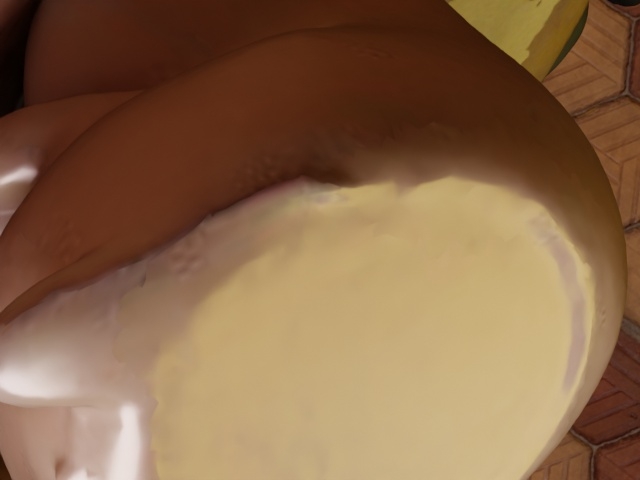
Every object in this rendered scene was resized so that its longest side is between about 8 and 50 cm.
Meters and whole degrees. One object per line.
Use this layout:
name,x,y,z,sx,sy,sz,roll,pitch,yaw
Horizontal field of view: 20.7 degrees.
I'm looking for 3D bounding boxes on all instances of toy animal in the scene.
toy animal,-0.023,-0.001,0.561,0.256,0.213,0.195,-124,-153,-54

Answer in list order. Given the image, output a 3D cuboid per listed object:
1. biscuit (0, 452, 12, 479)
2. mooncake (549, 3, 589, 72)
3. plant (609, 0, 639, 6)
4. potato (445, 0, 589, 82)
biscuit,-0.091,0.149,0.579,0.296,0.296,0.102,-48,133,-54
mooncake,0.107,-0.174,1.137,0.275,0.135,0.275,-51,172,-10
plant,0.234,-0.290,1.469,0.142,0.164,0.256,-58,160,12
potato,0.047,-0.114,0.851,0.234,0.150,0.146,-49,-163,-9
